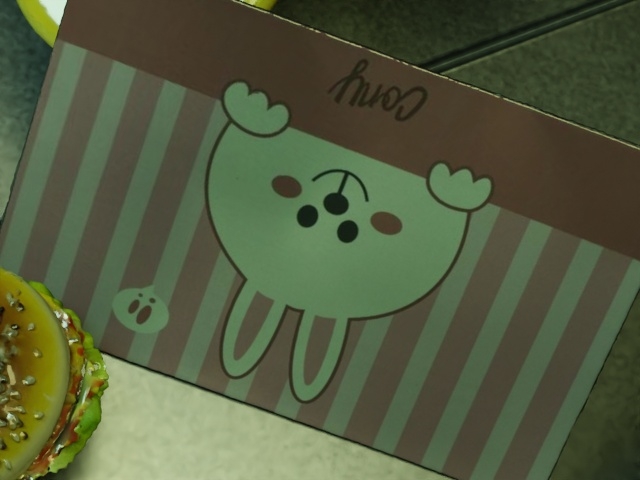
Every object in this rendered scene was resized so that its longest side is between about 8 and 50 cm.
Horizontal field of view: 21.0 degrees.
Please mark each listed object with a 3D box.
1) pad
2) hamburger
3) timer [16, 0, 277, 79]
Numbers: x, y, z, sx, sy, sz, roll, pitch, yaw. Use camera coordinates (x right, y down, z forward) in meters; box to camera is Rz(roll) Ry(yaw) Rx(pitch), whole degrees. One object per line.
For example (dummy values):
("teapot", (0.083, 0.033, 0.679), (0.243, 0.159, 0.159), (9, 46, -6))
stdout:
("pad", (0.000, 0.000, 0.825), (0.299, 0.202, 0.005), (21, 25, -1))
("hamburger", (-0.172, 0.068, 0.806), (0.141, 0.081, 0.126), (23, 66, 1))
("timer", (-0.061, -0.308, 0.852), (0.376, 0.376, 0.387), (-35, 80, -21))
